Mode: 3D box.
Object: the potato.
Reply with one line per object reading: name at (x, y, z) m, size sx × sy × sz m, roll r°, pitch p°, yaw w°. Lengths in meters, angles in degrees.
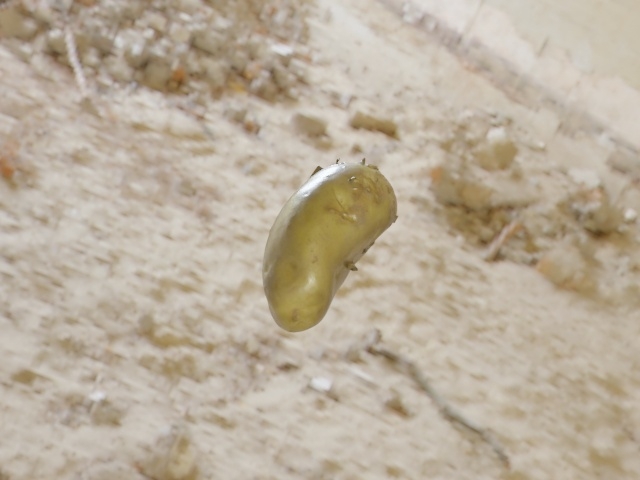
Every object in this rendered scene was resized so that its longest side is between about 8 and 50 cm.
potato at (0.000, 0.000, 0.891) m, size 0.070 × 0.091 × 0.138 m, roll 33°, pitch 60°, yaw 10°
